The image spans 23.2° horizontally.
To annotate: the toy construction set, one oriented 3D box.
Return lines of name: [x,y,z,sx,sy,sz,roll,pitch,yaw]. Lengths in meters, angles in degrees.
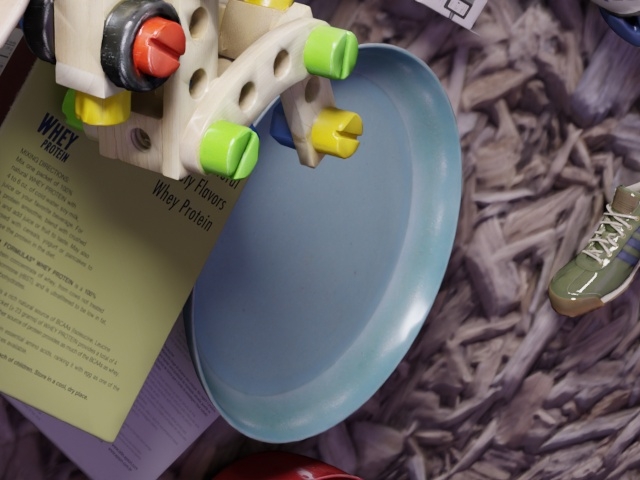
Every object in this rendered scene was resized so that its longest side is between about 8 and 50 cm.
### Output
toy construction set: [-0.070,-0.173,0.841,0.215,0.151,0.327,-29,116,-49]

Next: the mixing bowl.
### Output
mixing bowl: [-0.046,0.249,1.351,0.181,0.098,0.181,-23,133,-27]

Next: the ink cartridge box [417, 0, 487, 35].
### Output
ink cartridge box: [0.092,-0.188,1.187,0.083,0.048,0.028,20,105,-48]

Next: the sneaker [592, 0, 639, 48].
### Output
sneaker: [0.283,-0.272,1.181,0.182,0.127,0.315,15,141,-36]

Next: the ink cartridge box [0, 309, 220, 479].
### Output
ink cartridge box: [-0.129,0.069,1.186,0.224,0.045,0.223,-43,139,-10]

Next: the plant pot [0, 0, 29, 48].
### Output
plant pot: [-0.294,-0.186,0.667,0.256,0.274,0.256,5,90,-65]

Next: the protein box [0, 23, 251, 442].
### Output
protein box: [-0.187,-0.013,0.973,0.200,0.136,0.201,37,77,-49]

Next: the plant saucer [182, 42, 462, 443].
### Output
plant saucer: [0.000,0.000,1.201,0.318,0.044,0.317,-28,128,-42]

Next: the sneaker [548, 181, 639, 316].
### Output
sneaker: [0.286,-0.013,1.481,0.192,0.064,0.086,-33,129,-18]
